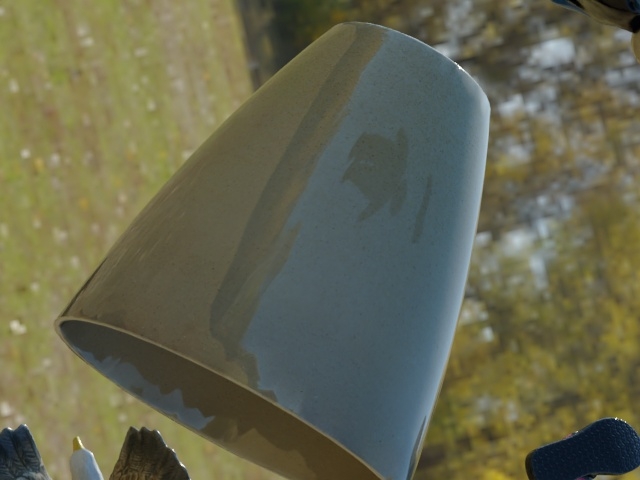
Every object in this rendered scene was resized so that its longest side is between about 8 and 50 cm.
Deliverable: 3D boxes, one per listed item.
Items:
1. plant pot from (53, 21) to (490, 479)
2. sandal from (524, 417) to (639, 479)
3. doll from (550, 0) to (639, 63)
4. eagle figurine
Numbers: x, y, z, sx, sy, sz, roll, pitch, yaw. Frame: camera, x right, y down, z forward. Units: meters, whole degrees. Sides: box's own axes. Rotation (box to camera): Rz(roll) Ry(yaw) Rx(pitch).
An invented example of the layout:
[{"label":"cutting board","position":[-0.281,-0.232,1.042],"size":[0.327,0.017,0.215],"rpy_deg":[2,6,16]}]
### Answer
[{"label":"plant pot","position":[0.000,0.000,1.198],"size":[0.274,0.256,0.256],"rpy_deg":[-62,166,-15]},{"label":"sandal","position":[0.297,0.247,2.045],"size":[0.040,0.179,0.067],"rpy_deg":[-35,-111,54]},{"label":"doll","position":[0.154,-0.172,1.037],"size":[0.189,0.046,0.129],"rpy_deg":[50,-17,-16]},{"label":"eagle figurine","position":[-0.242,0.306,1.908],"size":[0.225,0.226,0.298],"rpy_deg":[41,-11,14]}]
